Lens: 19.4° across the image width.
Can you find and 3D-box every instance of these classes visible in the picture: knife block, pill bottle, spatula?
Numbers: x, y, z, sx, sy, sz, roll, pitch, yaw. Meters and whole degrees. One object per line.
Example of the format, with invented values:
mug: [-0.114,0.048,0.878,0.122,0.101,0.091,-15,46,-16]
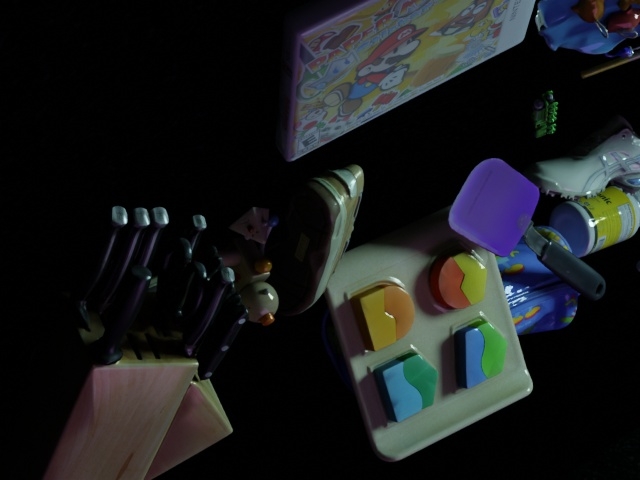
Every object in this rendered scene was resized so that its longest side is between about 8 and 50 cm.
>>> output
knife block: [-0.181,0.099,1.491,0.275,0.088,0.242,-30,140,1]
pill bottle: [0.316,-0.025,2.099,0.116,0.065,0.065,-18,157,-37]
spatula: [0.223,0.002,1.905,0.296,0.030,0.084,34,83,-52]

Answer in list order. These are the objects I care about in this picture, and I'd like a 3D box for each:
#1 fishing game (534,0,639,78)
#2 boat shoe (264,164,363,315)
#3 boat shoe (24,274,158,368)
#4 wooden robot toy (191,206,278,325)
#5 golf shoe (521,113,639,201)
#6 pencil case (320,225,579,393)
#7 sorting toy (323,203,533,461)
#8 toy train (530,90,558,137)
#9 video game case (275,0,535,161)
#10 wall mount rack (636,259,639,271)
fishing game: [0.268,-0.202,1.556,0.189,0.041,0.264,-19,158,-1]
boat shoe: [0.000,0.000,1.652,0.072,0.068,0.190,-38,168,-33]
boat shoe: [-0.175,0.081,1.586,0.152,0.049,0.056,-32,163,1]
wooden robot toy: [-0.074,0.046,1.617,0.076,0.079,0.173,-16,155,-41]
golf shoe: [0.280,-0.089,1.911,0.176,0.069,0.086,-8,116,-33]
pencil case: [0.146,0.076,1.977,0.306,0.119,0.133,-19,-161,-37]
sorting toy: [0.109,0.088,1.838,0.193,0.208,0.038,-24,-170,-25]
toy train: [0.209,-0.118,1.761,0.023,0.017,0.083,-21,161,-1]
video game case: [0.070,-0.159,1.409,0.227,0.026,0.206,-28,161,-14]
wall mount rack: [0.532,-0.066,2.180,0.304,0.130,0.350,-28,143,-22]
